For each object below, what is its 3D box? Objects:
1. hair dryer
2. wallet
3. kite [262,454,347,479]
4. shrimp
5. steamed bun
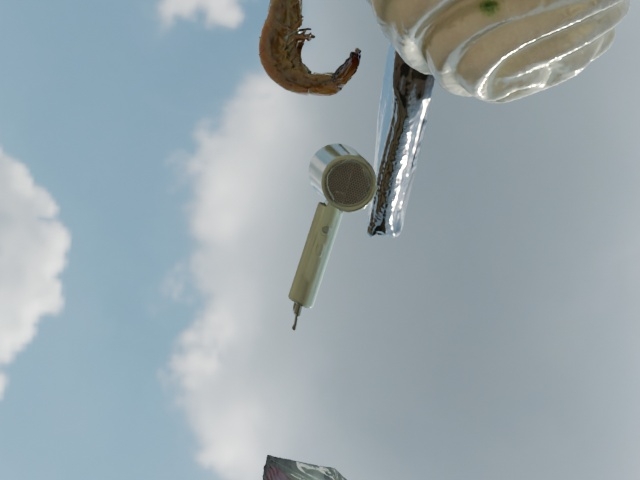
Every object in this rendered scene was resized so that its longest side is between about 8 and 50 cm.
[{"bbox_3d":[0.000,0.000,1.014,0.063,0.038,0.124,-127,-125,-78],"label":"hair dryer"},{"bbox_3d":[0.068,-0.108,1.239,0.250,0.044,0.149,98,2,-59],"label":"wallet"},{"bbox_3d":[-0.005,0.384,1.496,0.022,0.204,0.360,-24,-135,38],"label":"kite"},{"bbox_3d":[-0.008,-0.175,1.268,0.091,0.025,0.127,13,-58,20],"label":"shrimp"},{"bbox_3d":[0.115,-0.174,0.982,0.106,0.183,0.183,158,-64,-82],"label":"steamed bun"}]
